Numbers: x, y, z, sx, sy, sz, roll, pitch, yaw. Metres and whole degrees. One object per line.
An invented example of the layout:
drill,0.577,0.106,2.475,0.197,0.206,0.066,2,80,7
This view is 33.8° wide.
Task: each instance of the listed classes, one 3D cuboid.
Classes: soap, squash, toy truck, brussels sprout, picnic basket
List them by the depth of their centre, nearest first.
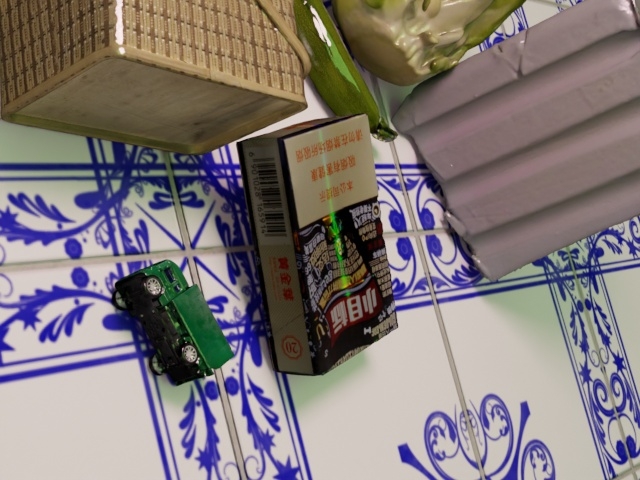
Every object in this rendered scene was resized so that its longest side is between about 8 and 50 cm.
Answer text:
picnic basket,-0.189,-0.227,1.218,0.313,0.228,0.175,7,71,-47
toy truck,-0.172,0.094,1.220,0.147,0.065,0.079,62,37,-9
squash,0.014,-0.275,1.598,0.080,0.071,0.318,-37,100,-30
brussels sprout,0.168,-0.417,1.675,0.371,0.315,0.275,-47,138,-22
soap,0.392,-0.184,1.715,0.350,0.435,0.213,62,34,-3

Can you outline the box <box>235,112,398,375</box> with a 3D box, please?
box,0.000,0.000,1.384,0.198,0.084,0.310,-24,109,-53
